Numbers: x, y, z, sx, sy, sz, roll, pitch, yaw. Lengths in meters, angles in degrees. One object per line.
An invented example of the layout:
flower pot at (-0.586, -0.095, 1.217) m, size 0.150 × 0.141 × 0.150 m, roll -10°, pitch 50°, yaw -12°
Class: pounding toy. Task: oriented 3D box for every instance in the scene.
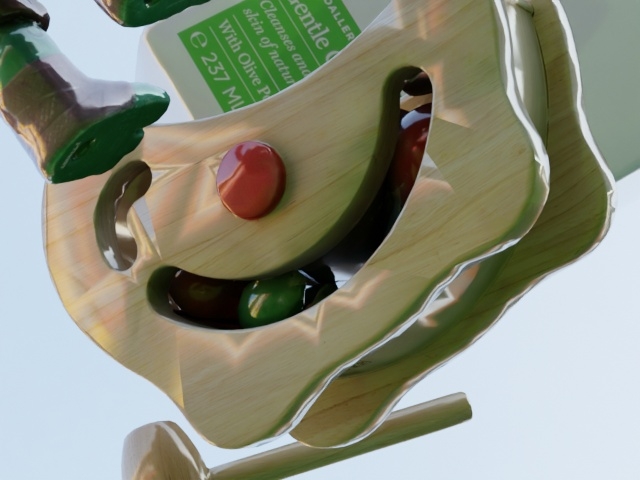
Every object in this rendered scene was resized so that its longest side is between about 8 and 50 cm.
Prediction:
pounding toy at (0.000, 0.000, 0.664) m, size 0.269 × 0.154 × 0.155 m, roll -41°, pitch -25°, yaw 21°

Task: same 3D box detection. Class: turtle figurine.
turtle figurine at (-0.136, -0.134, 0.542) m, size 0.118 × 0.234 × 0.175 m, roll -38°, pitch -14°, yaw -27°

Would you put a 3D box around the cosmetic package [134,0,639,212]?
cosmetic package at (0.099, -0.093, 0.923) m, size 0.365 × 0.197 × 0.155 m, roll -30°, pitch -9°, yaw -14°
